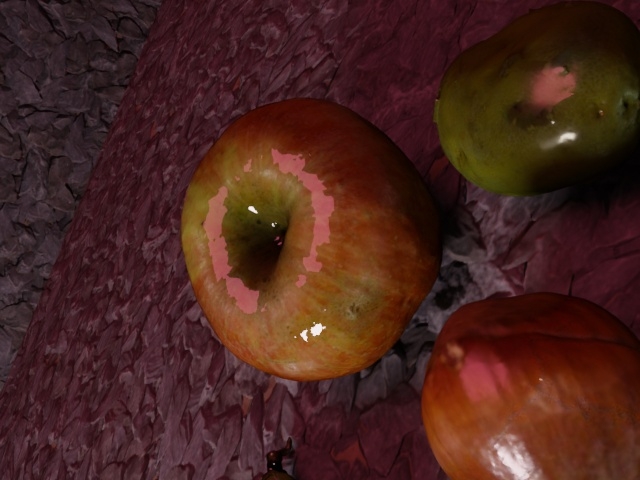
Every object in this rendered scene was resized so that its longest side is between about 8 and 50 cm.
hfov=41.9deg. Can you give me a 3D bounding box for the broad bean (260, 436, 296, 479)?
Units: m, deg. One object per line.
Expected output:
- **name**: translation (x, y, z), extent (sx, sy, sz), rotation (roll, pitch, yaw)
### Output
- **broad bean**: translation (-0.008, 0.287, 0.817), extent (0.325, 0.067, 0.075), rotation (23, 102, 64)

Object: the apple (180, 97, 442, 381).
- **apple**: translation (0.000, 0.000, 0.902), extent (0.278, 0.250, 0.309), rotation (-22, 67, 29)

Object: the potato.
- **potato**: translation (0.203, -0.127, 0.772), extent (0.186, 0.148, 0.253), rotation (-43, 22, 0)

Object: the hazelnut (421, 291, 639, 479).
- **hazelnut**: translation (0.154, 0.123, 0.605), extent (0.182, 0.182, 0.182), rotation (-38, 37, 35)
